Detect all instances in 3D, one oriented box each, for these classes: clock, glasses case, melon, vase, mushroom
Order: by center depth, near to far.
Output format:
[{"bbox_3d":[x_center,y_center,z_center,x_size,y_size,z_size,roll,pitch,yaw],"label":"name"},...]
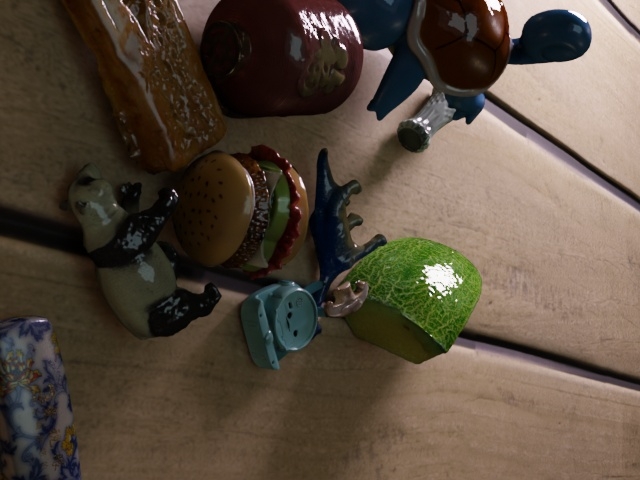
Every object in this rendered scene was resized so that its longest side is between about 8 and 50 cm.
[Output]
[{"bbox_3d":[-0.306,0.203,1.000,0.087,0.065,0.248,-18,105,-47],"label":"glasses case"},{"bbox_3d":[-0.044,0.107,1.336,0.147,0.045,0.108,-31,116,-42],"label":"clock"},{"bbox_3d":[0.038,0.087,1.388,0.101,0.019,0.049,-31,115,-45],"label":"mushroom"},{"bbox_3d":[0.172,0.071,1.556,0.323,0.196,0.124,-41,157,-51],"label":"melon"},{"bbox_3d":[0.189,-0.207,1.606,0.149,0.081,0.081,-45,124,-36],"label":"vase"}]

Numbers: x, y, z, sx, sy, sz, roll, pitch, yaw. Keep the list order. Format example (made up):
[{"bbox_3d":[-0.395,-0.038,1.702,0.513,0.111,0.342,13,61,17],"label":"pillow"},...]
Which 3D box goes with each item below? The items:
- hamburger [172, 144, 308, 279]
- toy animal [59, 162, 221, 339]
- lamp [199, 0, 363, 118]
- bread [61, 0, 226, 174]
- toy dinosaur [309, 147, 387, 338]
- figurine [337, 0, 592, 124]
[{"bbox_3d":[-0.109,-0.039,1.177,0.137,0.175,0.175,4,87,-39],"label":"hamburger"},{"bbox_3d":[-0.216,0.011,1.098,0.121,0.094,0.225,-40,122,-33],"label":"toy animal"},{"bbox_3d":[-0.048,-0.239,1.237,0.258,0.180,0.180,-9,97,-51],"label":"lamp"},{"bbox_3d":[-0.211,-0.213,1.104,0.139,0.077,0.271,-43,121,-38],"label":"bread"},{"bbox_3d":[0.000,0.000,1.385,0.188,0.075,0.248,-45,130,-29],"label":"toy dinosaur"},{"bbox_3d":[0.195,-0.318,1.482,0.416,0.243,0.298,10,83,-12],"label":"figurine"}]
